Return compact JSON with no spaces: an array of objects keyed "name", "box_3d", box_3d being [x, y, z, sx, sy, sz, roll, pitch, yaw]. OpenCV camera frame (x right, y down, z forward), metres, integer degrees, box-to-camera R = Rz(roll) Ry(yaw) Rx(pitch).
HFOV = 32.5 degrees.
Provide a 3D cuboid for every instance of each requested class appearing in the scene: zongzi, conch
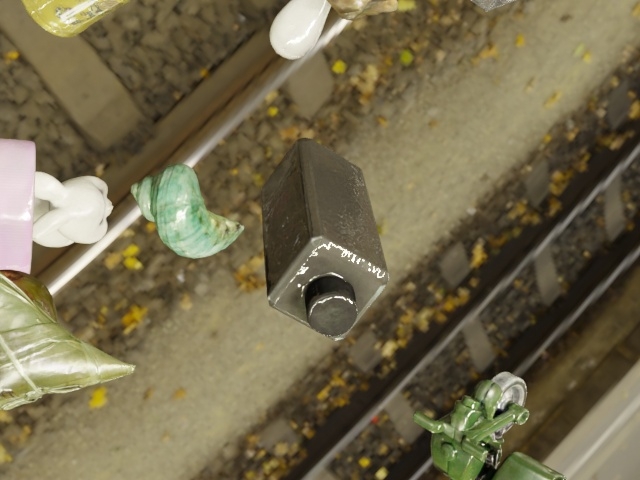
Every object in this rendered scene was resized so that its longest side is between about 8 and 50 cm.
[{"name":"zongzi","box_3d":[-0.230,0.052,0.890,0.131,0.154,0.062,-13,-173,-2]},{"name":"conch","box_3d":[-0.234,-0.050,1.904,0.122,0.188,0.176,-37,-174,13]}]

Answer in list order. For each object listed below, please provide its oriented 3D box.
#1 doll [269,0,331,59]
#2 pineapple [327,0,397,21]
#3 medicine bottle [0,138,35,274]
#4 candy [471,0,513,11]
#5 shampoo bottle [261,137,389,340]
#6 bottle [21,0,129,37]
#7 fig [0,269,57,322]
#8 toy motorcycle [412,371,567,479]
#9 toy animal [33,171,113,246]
[{"name":"doll","box_3d":[0.064,-0.501,1.701,0.365,0.187,0.376,131,-28,-61]},{"name":"pineapple","box_3d":[0.098,-0.320,0.779,0.340,0.169,0.169,-44,153,11]},{"name":"medicine bottle","box_3d":[-0.557,-0.053,1.510,0.316,0.202,0.202,4,131,-16]},{"name":"candy","box_3d":[0.243,-0.448,1.425,0.061,0.088,0.312,27,63,-41]},{"name":"shampoo bottle","box_3d":[0.000,0.000,0.957,0.079,0.246,0.080,29,113,-19]},{"name":"bottle","box_3d":[-0.377,-0.512,1.996,0.351,0.171,0.171,-20,166,30]},{"name":"fig","box_3d":[-0.376,0.145,1.241,0.124,0.124,0.236,-4,121,-53]},{"name":"toy motorcycle","box_3d":[0.187,0.290,1.165,0.127,0.205,0.275,14,99,-50]},{"name":"toy animal","box_3d":[-0.490,-0.055,2.047,0.179,0.193,0.127,0,86,-26]}]
